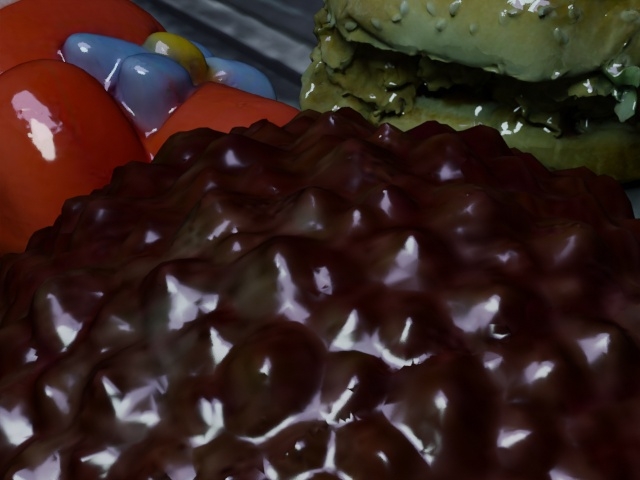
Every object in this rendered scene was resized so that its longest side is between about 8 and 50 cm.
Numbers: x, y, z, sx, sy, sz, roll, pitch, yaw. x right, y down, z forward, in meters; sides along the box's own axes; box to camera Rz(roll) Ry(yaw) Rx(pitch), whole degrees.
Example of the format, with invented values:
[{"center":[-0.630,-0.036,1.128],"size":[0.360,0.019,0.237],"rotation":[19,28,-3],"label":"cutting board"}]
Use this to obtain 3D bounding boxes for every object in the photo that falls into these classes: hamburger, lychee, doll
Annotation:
[{"center":[0.097,-0.123,0.853],"size":[0.189,0.122,0.215],"rotation":[13,45,23],"label":"hamburger"},{"center":[0.009,0.101,0.532],"size":[0.264,0.264,0.300],"rotation":[-8,46,1],"label":"lychee"},{"center":[-0.119,-0.039,0.791],"size":[0.161,0.130,0.290],"rotation":[-26,29,-36],"label":"doll"}]
